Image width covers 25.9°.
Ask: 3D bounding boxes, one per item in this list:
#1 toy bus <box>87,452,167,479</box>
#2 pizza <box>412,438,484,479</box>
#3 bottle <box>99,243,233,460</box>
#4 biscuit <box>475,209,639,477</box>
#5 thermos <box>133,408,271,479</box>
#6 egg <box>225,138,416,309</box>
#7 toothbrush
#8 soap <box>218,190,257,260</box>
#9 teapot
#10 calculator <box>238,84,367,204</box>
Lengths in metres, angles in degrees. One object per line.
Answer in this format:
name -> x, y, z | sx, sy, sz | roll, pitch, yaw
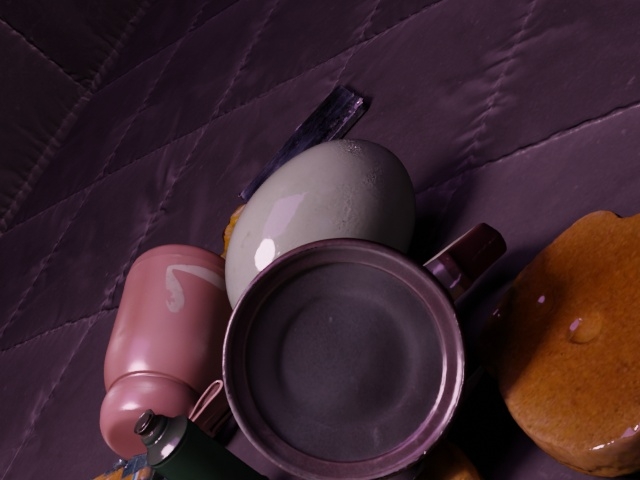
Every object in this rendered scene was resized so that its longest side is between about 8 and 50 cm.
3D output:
toy bus -> -0.224, 0.392, 1.612 | 0.167, 0.138, 0.275 | -33, 29, 33
pizza -> 0.086, 0.287, 1.268 | 0.188, 0.080, 0.204 | -49, 23, 3
bottle -> -0.193, 0.157, 1.891 | 0.206, 0.173, 0.296 | -14, 40, 23
biscuit -> 0.282, 0.069, 1.270 | 0.287, 0.057, 0.344 | -49, 22, 3
thermos -> -0.137, 0.260, 1.585 | 0.083, 0.188, 0.073 | -37, 24, 24
egg -> 0.000, 0.000, 1.722 | 0.282, 0.203, 0.203 | -54, 22, -4
toothbrush -> 0.142, 0.171, 1.428 | 0.022, 0.017, 0.204 | -2, 50, 48
soap -> -0.059, -0.005, 2.007 | 0.160, 0.080, 0.257 | -55, 22, -15
teapot -> 0.060, 0.090, 1.439 | 0.315, 0.233, 0.312 | -38, -2, 1
calculator -> -0.030, -0.144, 2.252 | 0.261, 0.021, 0.161 | -48, 22, 5
